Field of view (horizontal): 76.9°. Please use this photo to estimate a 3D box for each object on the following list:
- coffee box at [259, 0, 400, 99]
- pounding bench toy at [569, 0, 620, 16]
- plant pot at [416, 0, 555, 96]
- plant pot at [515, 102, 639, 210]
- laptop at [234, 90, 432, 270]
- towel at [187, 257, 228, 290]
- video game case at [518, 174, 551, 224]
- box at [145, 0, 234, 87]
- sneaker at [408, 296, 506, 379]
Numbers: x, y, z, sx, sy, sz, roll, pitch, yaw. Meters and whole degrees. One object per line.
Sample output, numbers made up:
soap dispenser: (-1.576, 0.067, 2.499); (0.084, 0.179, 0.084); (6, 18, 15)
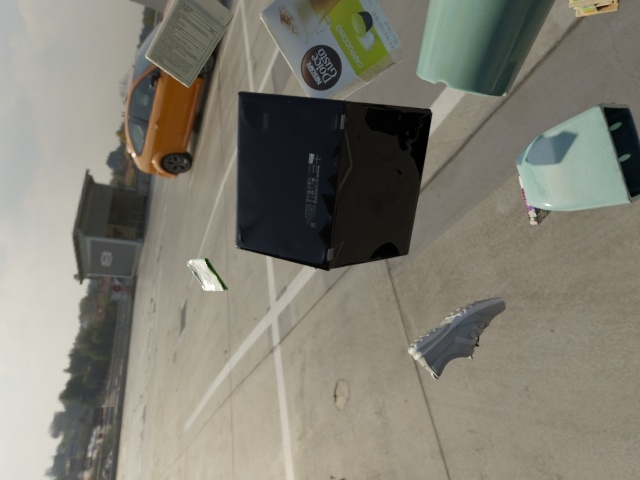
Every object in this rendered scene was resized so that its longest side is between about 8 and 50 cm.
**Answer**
coffee box: (0.059, -0.697, 1.390); (0.334, 0.337, 0.338); (-29, 9, 21)
pounding bench toy: (0.382, -0.362, 0.552); (0.052, 0.065, 0.083); (11, 108, 39)
plant pot: (0.411, -0.562, 1.011); (0.341, 0.341, 0.334); (-119, 33, -51)
plant pot: (0.701, -0.202, 1.105); (0.252, 0.247, 0.247); (-18, 87, 51)
laptop: (0.026, -0.147, 0.997); (0.236, 0.408, 0.382); (-36, -45, -63)
towel: (-0.328, 0.100, 1.152); (0.152, 0.023, 0.113); (-8, 118, 56)
video game case: (0.847, -0.207, 1.525); (0.042, 0.232, 0.210); (13, 134, 56)
box: (-0.385, -0.605, 1.189); (0.232, 0.149, 0.126); (-39, 30, 33)
sneaker: (0.367, 0.246, 1.041); (0.115, 0.281, 0.105); (56, 177, 11)
